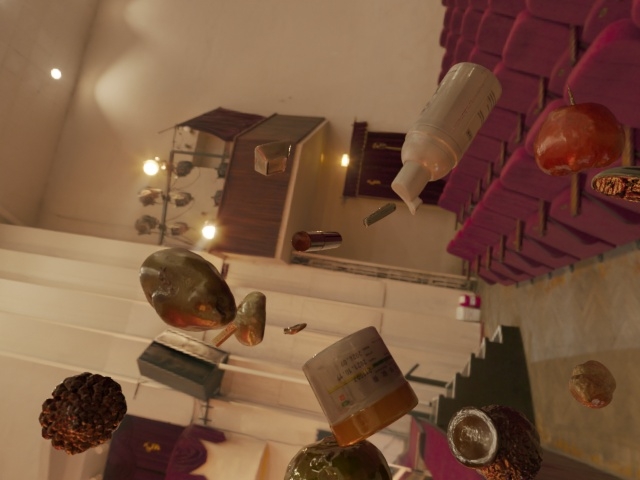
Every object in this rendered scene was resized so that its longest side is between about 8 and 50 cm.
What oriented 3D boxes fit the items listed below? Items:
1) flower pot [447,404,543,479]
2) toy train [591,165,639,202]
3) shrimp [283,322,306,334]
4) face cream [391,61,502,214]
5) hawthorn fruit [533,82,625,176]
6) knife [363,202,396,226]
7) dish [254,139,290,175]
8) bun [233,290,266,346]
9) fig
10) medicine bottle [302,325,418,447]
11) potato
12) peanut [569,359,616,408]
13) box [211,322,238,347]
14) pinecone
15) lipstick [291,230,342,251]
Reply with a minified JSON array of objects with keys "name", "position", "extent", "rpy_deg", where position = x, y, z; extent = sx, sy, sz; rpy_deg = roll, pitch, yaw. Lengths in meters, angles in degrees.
[{"name":"flower pot","position":[0.599,0.705,1.472],"extent":[0.267,0.266,0.267],"rpy_deg":[29,-118,-36]},{"name":"toy train","position":[0.941,-0.134,1.083],"extent":[0.088,0.406,0.087],"rpy_deg":[-44,-45,-29]},{"name":"shrimp","position":[-0.075,0.265,1.261],"extent":[0.108,0.059,0.023],"rpy_deg":[-24,92,60]},{"name":"face cream","position":[0.278,-0.237,1.002],"extent":[0.370,0.145,0.145],"rpy_deg":[-55,-16,-11]},{"name":"hawthorn fruit","position":[0.410,-0.164,0.669],"extent":[0.125,0.125,0.140],"rpy_deg":[-70,-26,-51]},{"name":"knife","position":[0.235,-0.106,1.658],"extent":[0.023,0.162,0.044],"rpy_deg":[13,129,61]},{"name":"dish","position":[-0.199,-0.331,1.796],"extent":[0.234,0.153,0.064],"rpy_deg":[114,137,-69]},{"name":"bun","position":[-0.269,0.287,1.540],"extent":[0.222,0.127,0.223],"rpy_deg":[-175,90,-78]},{"name":"fig","position":[0.062,0.752,1.215],"extent":[0.343,0.342,0.344],"rpy_deg":[8,-90,-80]},{"name":"medicine bottle","position":[0.102,0.382,1.114],"extent":[0.232,0.237,0.238],"rpy_deg":[60,178,18]},{"name":"potato","position":[-0.364,0.142,1.177],"extent":[0.202,0.350,0.219],"rpy_deg":[-16,-64,-44]},{"name":"peanut","position":[0.713,0.380,1.103],"extent":[0.227,0.104,0.086],"rpy_deg":[-5,-41,-52]},{"name":"box","position":[-0.321,0.317,1.410],"extent":[0.093,0.058,0.015],"rpy_deg":[-41,-69,-18]},{"name":"pinecone","position":[-0.496,0.357,0.885],"extent":[0.173,0.173,0.174],"rpy_deg":[8,-90,-80]},{"name":"lipstick","position":[0.000,0.000,1.198],"extent":[0.356,0.057,0.058],"rpy_deg":[-6,-77,-74]}]
